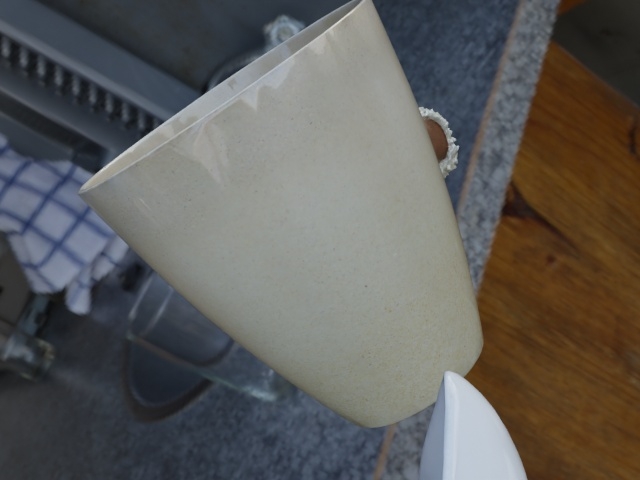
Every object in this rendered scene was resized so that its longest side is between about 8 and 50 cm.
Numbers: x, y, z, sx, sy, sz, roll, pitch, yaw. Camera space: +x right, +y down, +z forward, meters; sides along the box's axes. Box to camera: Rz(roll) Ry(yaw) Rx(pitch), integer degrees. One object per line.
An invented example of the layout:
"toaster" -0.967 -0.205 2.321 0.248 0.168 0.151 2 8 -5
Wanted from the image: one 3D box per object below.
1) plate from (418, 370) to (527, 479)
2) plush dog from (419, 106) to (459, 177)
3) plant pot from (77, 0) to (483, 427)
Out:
"plate" 0.054 0.221 0.373 0.278 0.045 0.277 83 -169 -64
"plush dog" 0.027 -0.020 1.126 0.262 0.225 0.211 -28 23 -22
"plant pot" 0.000 0.000 0.742 0.257 0.274 0.256 -31 14 9
